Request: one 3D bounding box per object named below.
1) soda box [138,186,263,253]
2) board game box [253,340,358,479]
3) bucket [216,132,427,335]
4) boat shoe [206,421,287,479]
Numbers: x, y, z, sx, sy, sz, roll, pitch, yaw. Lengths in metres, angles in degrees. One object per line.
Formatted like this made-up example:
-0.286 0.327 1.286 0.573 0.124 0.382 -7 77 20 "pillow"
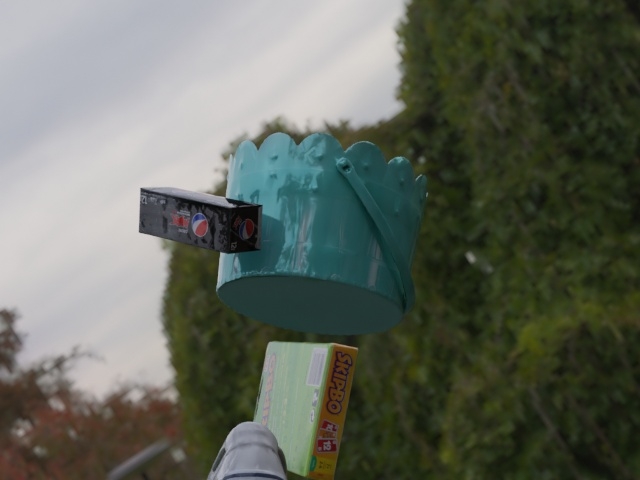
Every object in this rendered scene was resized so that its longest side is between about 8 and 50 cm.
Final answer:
-0.146 -0.025 1.792 0.169 0.060 0.053 13 14 43 "soda box"
-0.023 0.162 1.465 0.039 0.124 0.259 13 -6 -16 "board game box"
0.000 0.000 1.896 0.281 0.183 0.281 7 -19 2 "bucket"
-0.053 0.207 1.157 0.083 0.076 0.226 6 -28 -9 "boat shoe"
